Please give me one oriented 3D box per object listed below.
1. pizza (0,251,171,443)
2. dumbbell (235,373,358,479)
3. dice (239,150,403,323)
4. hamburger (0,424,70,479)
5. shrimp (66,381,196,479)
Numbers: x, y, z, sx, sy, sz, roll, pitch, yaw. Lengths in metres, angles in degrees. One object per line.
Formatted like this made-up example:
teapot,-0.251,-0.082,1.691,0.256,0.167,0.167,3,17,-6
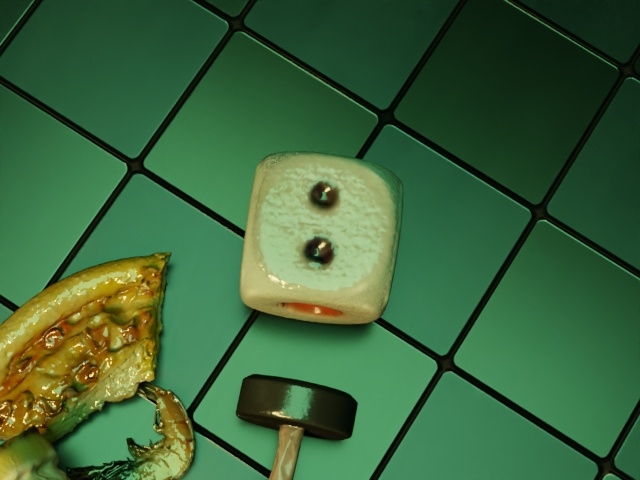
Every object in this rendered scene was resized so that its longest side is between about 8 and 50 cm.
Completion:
pizza,-0.323,0.148,1.617,0.365,0.074,0.182,-34,70,-9
dumbbell,-0.046,0.286,1.562,0.153,0.152,0.218,12,77,0
dice,0.000,0.000,1.611,0.194,0.193,0.191,9,78,1
hamburger,-0.400,0.379,1.478,0.303,0.261,0.186,-38,86,9
shrimp,-0.261,0.252,1.618,0.195,0.035,0.147,-11,78,-7
